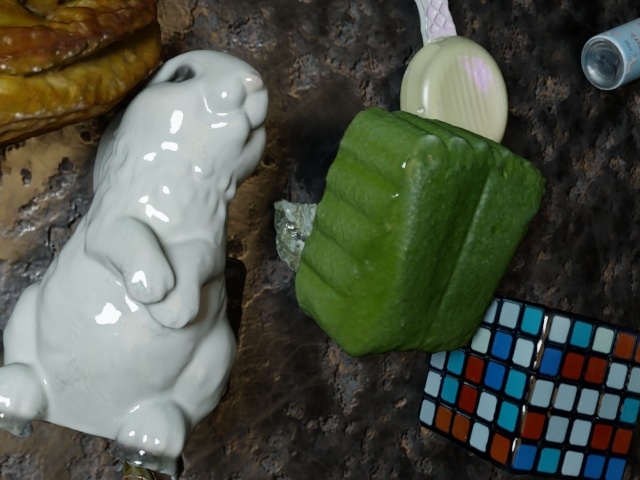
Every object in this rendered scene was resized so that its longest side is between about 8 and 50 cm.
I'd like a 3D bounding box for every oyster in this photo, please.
[{"bbox_3d":[0.000,-0.001,0.824,0.100,0.037,0.098,-7,99,-26],"label":"oyster"}]

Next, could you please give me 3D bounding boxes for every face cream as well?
[{"bbox_3d":[0.457,-0.272,1.002,0.229,0.075,0.075,-26,106,-22],"label":"face cream"}]

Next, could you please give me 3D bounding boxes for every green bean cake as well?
[{"bbox_3d":[0.099,-0.001,0.784,0.222,0.125,0.248,7,110,-41],"label":"green bean cake"}]

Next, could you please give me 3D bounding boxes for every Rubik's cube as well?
[{"bbox_3d":[0.250,0.166,0.884,0.184,0.182,0.187,12,90,-28],"label":"Rubik's cube"}]

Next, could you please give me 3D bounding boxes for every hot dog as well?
[{"bbox_3d":[-0.307,-0.171,0.572,0.387,0.174,0.267,-25,83,-23],"label":"hot dog"}]

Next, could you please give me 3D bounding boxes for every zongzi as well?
[{"bbox_3d":[-0.173,0.267,0.768,0.073,0.067,0.083,-1,114,-38],"label":"zongzi"}]

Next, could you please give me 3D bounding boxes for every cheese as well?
[{"bbox_3d":[0.146,-0.197,0.862,0.137,0.064,0.228,-22,106,-26],"label":"cheese"}]

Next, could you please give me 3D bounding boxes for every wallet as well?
[{"bbox_3d":[-0.123,0.091,0.784,0.082,0.018,0.157,11,90,-26],"label":"wallet"}]

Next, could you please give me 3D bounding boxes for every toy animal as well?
[{"bbox_3d":[-0.149,0.011,0.662,0.193,0.258,0.358,19,77,-15],"label":"toy animal"}]
